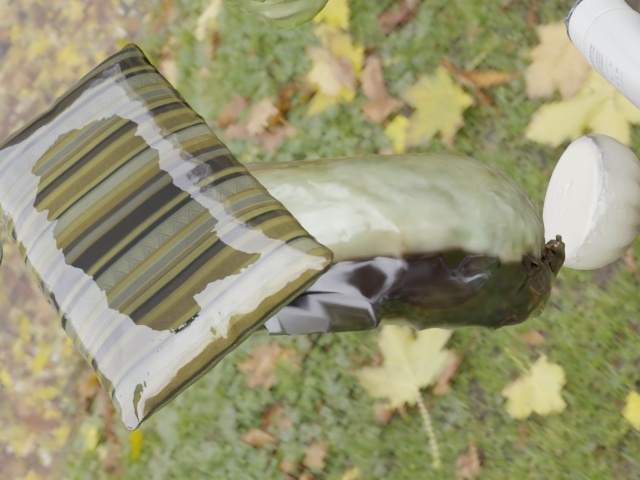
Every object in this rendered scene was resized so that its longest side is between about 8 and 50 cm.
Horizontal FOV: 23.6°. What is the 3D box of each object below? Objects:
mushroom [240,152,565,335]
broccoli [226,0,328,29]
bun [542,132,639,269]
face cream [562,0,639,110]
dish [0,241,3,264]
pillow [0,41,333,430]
[{"bbox_3d":[-0.001,-0.002,1.104,0.344,0.247,0.130,-1,101,13],"label":"mushroom"},{"bbox_3d":[-0.016,-0.421,1.331,0.274,0.353,0.397,0,46,25],"label":"broccoli"},{"bbox_3d":[0.285,-0.033,1.519,0.138,0.094,0.138,-166,90,-78],"label":"bun"},{"bbox_3d":[0.265,-0.128,1.221,0.058,0.092,0.244,-32,33,6],"label":"face cream"},{"bbox_3d":[-0.470,0.039,1.708,0.246,0.078,0.224,-44,38,-23],"label":"dish"},{"bbox_3d":[-0.084,-0.010,0.690,0.113,0.038,0.203,-40,47,-2],"label":"pillow"}]
